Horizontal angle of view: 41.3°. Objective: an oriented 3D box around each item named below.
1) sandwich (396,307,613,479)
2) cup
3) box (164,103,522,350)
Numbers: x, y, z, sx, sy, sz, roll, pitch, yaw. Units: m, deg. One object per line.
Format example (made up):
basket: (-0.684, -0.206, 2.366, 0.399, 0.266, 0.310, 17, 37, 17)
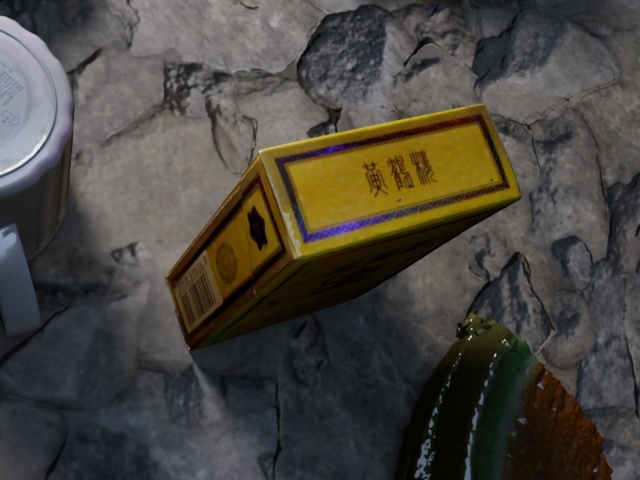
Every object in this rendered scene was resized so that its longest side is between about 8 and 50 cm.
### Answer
sandwich: (0.180, 0.226, 0.826, 0.212, 0.109, 0.292, 39, 63, -7)
cup: (-0.258, -0.054, 0.672, 0.221, 0.202, 0.167, 44, 65, -5)
box: (0.000, 0.000, 0.709, 0.192, 0.301, 0.084, -16, 79, -27)
